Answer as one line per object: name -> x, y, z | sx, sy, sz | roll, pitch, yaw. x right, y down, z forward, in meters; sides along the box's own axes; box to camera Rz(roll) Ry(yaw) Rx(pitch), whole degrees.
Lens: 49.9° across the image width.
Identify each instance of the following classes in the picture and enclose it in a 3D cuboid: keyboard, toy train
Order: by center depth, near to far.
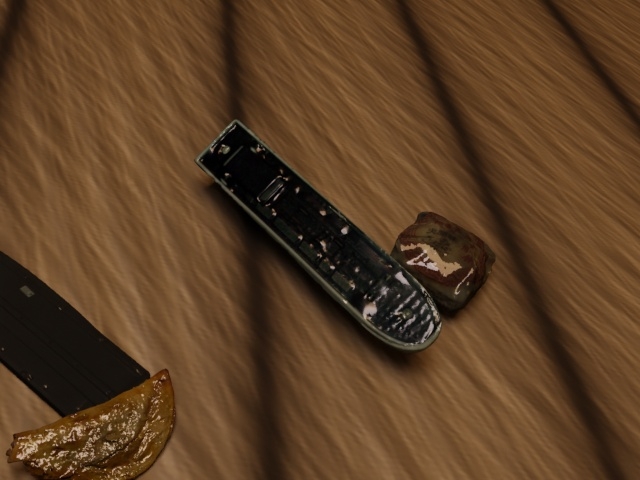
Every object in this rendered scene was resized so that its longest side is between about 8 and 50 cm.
keyboard -> -0.356, 0.069, 0.767 | 0.381, 0.041, 0.103 | 38, 49, 15
toy train -> 0.000, 0.000, 0.873 | 0.086, 0.088, 0.407 | -45, 63, -3

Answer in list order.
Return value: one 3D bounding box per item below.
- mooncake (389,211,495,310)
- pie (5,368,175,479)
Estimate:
mooncake -> 0.157, 0.023, 0.888 | 0.125, 0.073, 0.130 | 28, 36, 13
pie -> -0.210, 0.194, 0.668 | 0.170, 0.034, 0.092 | -17, 72, -32
